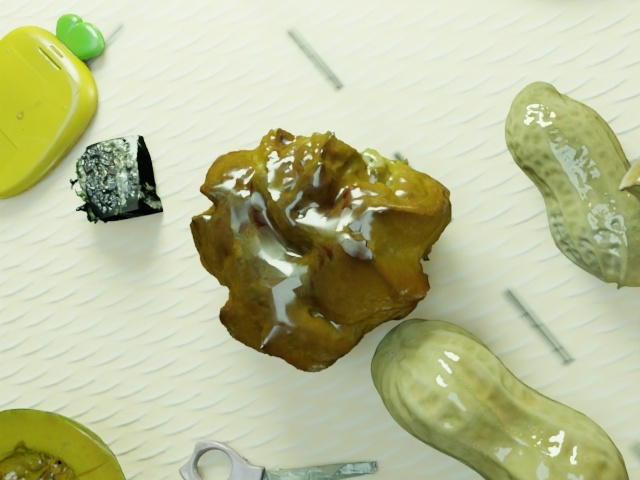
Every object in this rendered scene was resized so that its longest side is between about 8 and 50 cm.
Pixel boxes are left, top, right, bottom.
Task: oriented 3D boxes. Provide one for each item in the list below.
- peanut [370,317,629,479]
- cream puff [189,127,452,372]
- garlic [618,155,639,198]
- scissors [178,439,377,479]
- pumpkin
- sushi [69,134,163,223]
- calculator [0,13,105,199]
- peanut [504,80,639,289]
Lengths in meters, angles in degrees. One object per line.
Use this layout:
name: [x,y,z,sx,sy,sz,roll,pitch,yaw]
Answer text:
peanut: [0.164,0.165,1.176,0.274,0.125,0.111,32,81,18]
cream puff: [0.000,0.000,1.232,0.269,0.155,0.241,-23,76,25]
garlic: [0.359,-0.053,1.113,0.196,0.087,0.101,22,85,-13]
scissors: [-0.043,0.246,1.308,0.212,0.021,0.110,-13,87,21]
pumpkin: [-0.276,0.265,1.359,0.217,0.110,0.217,3,101,14]
sushi: [-0.221,-0.063,1.361,0.085,0.056,0.083,-11,85,19]
calculator: [-0.324,-0.149,1.414,0.146,0.032,0.235,43,105,16]
peanut: [0.240,-0.050,1.171,0.214,0.090,0.098,63,150,13]
